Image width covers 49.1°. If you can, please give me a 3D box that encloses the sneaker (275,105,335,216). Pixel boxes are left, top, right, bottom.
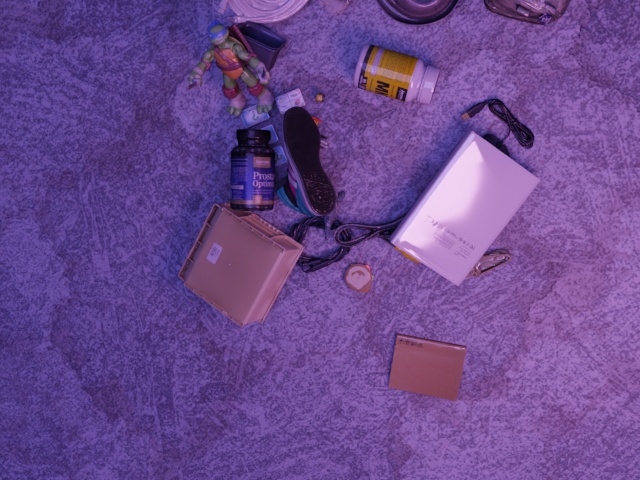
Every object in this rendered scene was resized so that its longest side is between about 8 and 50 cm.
[{"bbox_3d":[-0.059,-0.200,1.899,0.123,0.178,0.296,-15,90,-27],"label":"sneaker"}]

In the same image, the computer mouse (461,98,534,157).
[{"bbox_3d":[0.417,-0.251,1.858,0.262,0.060,0.184,-38,93,14],"label":"computer mouse"}]

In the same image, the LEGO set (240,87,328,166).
[{"bbox_3d":[-0.086,-0.315,1.942,0.244,0.060,0.182,-20,100,13],"label":"LEGO set"}]

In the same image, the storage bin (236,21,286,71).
[{"bbox_3d":[-0.171,-0.525,1.908,0.135,0.098,0.091,27,131,4],"label":"storage bin"}]

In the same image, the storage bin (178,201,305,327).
[{"bbox_3d":[-0.230,0.064,1.981,0.260,0.123,0.262,34,105,17],"label":"storage bin"}]

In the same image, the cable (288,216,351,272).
[{"bbox_3d":[0.000,0.000,1.992,0.184,0.047,0.151,-25,87,11],"label":"cable"}]

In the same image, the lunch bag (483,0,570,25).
[{"bbox_3d":[0.523,-0.672,1.662,0.212,0.256,0.305,19,103,7],"label":"lunch bag"}]

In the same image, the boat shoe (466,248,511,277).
[{"bbox_3d":[0.445,0.065,1.915,0.153,0.048,0.056,-17,96,13],"label":"boat shoe"}]

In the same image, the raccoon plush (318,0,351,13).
[{"bbox_3d":[0.090,-0.848,1.782,0.216,0.299,0.446,29,136,-6],"label":"raccoon plush"}]

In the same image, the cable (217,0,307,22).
[{"bbox_3d":[-0.134,-0.686,1.804,0.257,0.089,0.257,-1,131,-26],"label":"cable"}]

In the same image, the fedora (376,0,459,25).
[{"bbox_3d":[0.240,-0.686,1.779,0.243,0.124,0.275,-25,95,13],"label":"fedora"}]

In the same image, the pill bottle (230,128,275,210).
[{"bbox_3d":[-0.186,-0.193,1.925,0.122,0.123,0.219,3,96,10],"label":"pill bottle"}]

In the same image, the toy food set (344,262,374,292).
[{"bbox_3d":[0.110,0.104,1.998,0.083,0.020,0.083,18,103,7],"label":"toy food set"}]

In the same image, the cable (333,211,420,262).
[{"bbox_3d":[0.182,-0.022,1.920,0.287,0.072,0.140,9,103,-4],"label":"cable"}]

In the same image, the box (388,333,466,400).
[{"bbox_3d":[0.304,0.364,2.009,0.201,0.021,0.164,10,102,8],"label":"box"}]

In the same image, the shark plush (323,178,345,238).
[{"bbox_3d":[0.014,-0.086,1.938,0.073,0.067,0.161,15,81,12],"label":"shark plush"}]

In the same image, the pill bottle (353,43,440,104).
[{"bbox_3d":[0.200,-0.431,1.835,0.208,0.119,0.119,18,103,7],"label":"pill bottle"}]

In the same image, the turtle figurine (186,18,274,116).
[{"bbox_3d":[-0.230,-0.404,1.822,0.197,0.266,0.275,-30,57,1],"label":"turtle figurine"}]

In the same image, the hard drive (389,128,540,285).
[{"bbox_3d":[0.377,-0.081,1.845,0.233,0.047,0.353,32,103,-13],"label":"hard drive"}]
